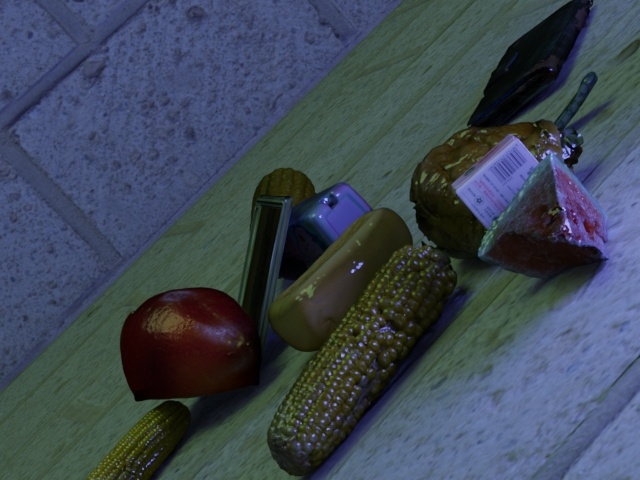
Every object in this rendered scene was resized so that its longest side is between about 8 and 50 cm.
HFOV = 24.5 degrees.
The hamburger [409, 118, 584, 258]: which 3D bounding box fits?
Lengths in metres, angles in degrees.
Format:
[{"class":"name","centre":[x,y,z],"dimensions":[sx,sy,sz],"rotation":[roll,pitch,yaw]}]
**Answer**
[{"class":"hamburger","centre":[0.196,-0.065,1.714],"dimensions":[0.183,0.130,0.206],"rotation":[-50,16,-24]}]

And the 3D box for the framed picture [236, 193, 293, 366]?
[{"class":"framed picture","centre":[-0.091,0.058,2.122],"dimensions":[0.197,0.014,0.252],"rotation":[-171,91,-75]}]

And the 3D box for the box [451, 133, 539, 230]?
[{"class":"box","centre":[0.211,-0.038,1.562],"dimensions":[0.089,0.125,0.043],"rotation":[-40,10,5]}]

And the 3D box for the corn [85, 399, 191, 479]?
[{"class":"corn","centre":[-0.251,0.298,2.011],"dimensions":[0.203,0.072,0.072],"rotation":[-49,13,-34]}]

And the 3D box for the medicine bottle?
[{"class":"medicine bottle","centre":[0.000,0.000,2.126],"dimensions":[0.094,0.119,0.188],"rotation":[-49,14,-31]}]

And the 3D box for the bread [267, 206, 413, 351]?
[{"class":"bread","centre":[0.033,0.055,1.876],"dimensions":[0.217,0.098,0.147],"rotation":[-43,10,-16]}]

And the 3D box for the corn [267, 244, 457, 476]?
[{"class":"corn","centre":[0.049,0.121,1.616],"dimensions":[0.320,0.097,0.097],"rotation":[-51,14,-28]}]

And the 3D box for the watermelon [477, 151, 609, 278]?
[{"class":"watermelon","centre":[0.249,-0.021,1.470],"dimensions":[0.121,0.098,0.158],"rotation":[-62,13,-18]}]

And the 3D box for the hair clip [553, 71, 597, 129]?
[{"class":"hair clip","centre":[0.278,-0.132,1.903],"dimensions":[0.229,0.036,0.066],"rotation":[-43,5,28]}]

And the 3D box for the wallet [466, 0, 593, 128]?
[{"class":"wallet","centre":[0.321,-0.273,2.249],"dimensions":[0.169,0.044,0.317],"rotation":[-36,12,34]}]

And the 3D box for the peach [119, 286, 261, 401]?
[{"class":"peach","centre":[-0.191,0.146,2.039],"dimensions":[0.154,0.159,0.267],"rotation":[-16,3,-25]}]

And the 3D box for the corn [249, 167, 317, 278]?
[{"class":"corn","centre":[-0.061,-0.031,2.461],"dimensions":[0.120,0.120,0.363],"rotation":[-39,16,15]}]
